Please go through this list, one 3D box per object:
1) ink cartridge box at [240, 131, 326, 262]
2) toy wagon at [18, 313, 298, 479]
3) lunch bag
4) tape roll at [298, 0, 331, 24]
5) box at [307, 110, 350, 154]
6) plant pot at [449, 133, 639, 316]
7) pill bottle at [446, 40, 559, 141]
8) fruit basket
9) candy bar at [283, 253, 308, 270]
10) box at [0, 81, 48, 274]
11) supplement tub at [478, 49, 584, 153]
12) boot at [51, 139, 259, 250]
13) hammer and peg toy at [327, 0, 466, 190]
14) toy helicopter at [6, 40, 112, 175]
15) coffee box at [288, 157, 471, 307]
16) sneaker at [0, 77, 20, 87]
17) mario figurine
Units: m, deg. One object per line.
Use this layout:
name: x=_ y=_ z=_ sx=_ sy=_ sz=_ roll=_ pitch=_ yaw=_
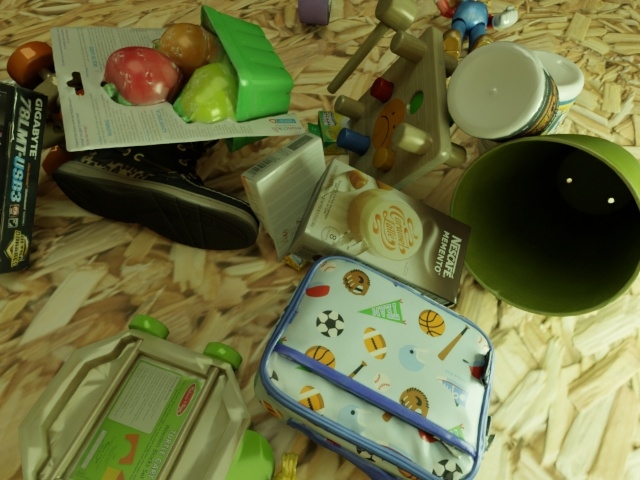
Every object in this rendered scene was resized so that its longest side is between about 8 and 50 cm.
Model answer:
ink cartridge box: x=-0.048 y=-0.071 z=0.739 sx=0.045 sy=0.179 sz=0.145 roll=31 pitch=57 yaw=31
toy wagon: x=-0.197 y=0.253 z=0.555 sx=0.345 sy=0.068 sz=0.267 roll=17 pitch=55 yaw=9
lunch bag: x=0.079 y=0.175 z=0.571 sx=0.304 sy=0.115 sz=0.243 roll=27 pitch=52 yaw=3
tape roll: x=-0.010 y=-0.692 z=1.190 sx=0.080 sy=0.189 sz=0.188 roll=6 pitch=53 yaw=3
box: x=0.064 y=-0.237 z=0.948 sx=0.179 sy=0.043 sz=0.105 roll=-6 pitch=54 yaw=-5
plant pot: x=0.413 y=-0.061 z=0.727 sx=0.294 sy=0.274 sz=0.275 roll=-25 pitch=57 yaw=-39
pill bottle: x=0.298 y=-0.219 z=0.688 sx=0.130 sy=0.130 sz=0.246 roll=38 pitch=27 yaw=23
fruit basket: x=-0.243 y=-0.263 z=0.741 sx=0.353 sy=0.165 sz=0.327 roll=-15 pitch=57 yaw=-20
candy bar: x=0.000 y=0.000 z=0.783 sx=0.040 sy=0.018 sz=0.161 roll=38 pitch=59 yaw=23
box: x=-0.603 y=-0.119 z=0.699 sx=0.296 sy=0.293 sz=0.073 roll=12 pitch=9 yaw=8
supplement tub: x=0.412 y=-0.259 z=0.884 sx=0.145 sy=0.199 sz=0.144 roll=1 pitch=54 yaw=-2
boot: x=-0.250 y=-0.146 z=0.812 sx=0.378 sy=0.138 sz=0.284 roll=13 pitch=54 yaw=13
hammer and peg toy: x=0.127 y=-0.246 z=0.799 sx=0.128 sy=0.266 sz=0.361 roll=14 pitch=65 yaw=-26
toy helicopter: x=-0.441 y=-0.266 z=0.872 sx=0.140 sy=0.235 sz=0.355 roll=42 pitch=35 yaw=-5
coffee box: x=0.094 y=-0.002 z=0.683 sx=0.247 sy=0.098 sz=0.141 roll=25 pitch=65 yaw=-9
sneaker: x=-0.636 y=-0.295 z=0.934 sx=0.272 sy=0.100 sz=0.107 roll=-15 pitch=80 yaw=-17
mario figurine: x=0.404 y=-0.637 z=1.179 sx=0.198 sy=0.170 sz=0.320 roll=28 pitch=58 yaw=-25
